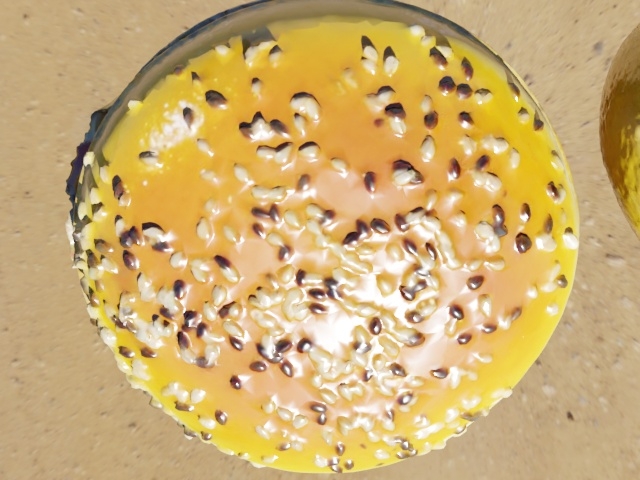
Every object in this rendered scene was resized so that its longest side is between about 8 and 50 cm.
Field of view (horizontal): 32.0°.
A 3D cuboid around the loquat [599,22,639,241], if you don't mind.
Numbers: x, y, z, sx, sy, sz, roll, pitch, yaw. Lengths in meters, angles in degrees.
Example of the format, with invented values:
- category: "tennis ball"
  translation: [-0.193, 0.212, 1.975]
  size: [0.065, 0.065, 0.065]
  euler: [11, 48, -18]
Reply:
- category: "loquat"
  translation: [0.214, -0.043, 0.538]
  size: [0.149, 0.205, 0.172]
  euler: [-15, 133, 17]

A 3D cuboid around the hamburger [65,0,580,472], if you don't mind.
- category: "hamburger"
  translation: [0.000, 0.000, 0.651]
  size: [0.300, 0.176, 0.300]
  euler: [0, 111, 1]
